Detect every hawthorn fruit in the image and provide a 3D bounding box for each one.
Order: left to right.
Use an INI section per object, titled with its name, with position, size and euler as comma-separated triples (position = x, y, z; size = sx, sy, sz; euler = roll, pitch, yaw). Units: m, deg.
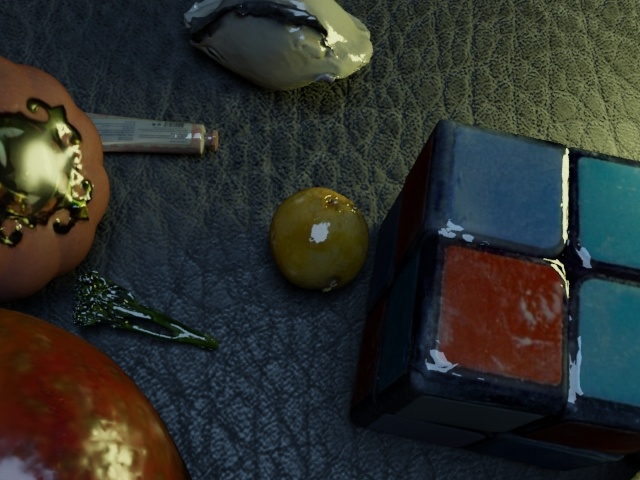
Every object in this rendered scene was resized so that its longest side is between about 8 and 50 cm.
[hawthorn fruit]
position = -0.337, 0.256, 0.709
size = 0.402, 0.403, 0.403
euler = 3, 68, -8

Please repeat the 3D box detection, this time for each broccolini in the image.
[broccolini]
position = -0.231, 0.106, 0.954
size = 0.201, 0.058, 0.074
euler = 26, 80, -15

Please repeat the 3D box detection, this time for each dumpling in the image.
[dumpling]
position = -0.057, -0.336, 1.090
size = 0.293, 0.163, 0.204
euler = 18, 71, 11

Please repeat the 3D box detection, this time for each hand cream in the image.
[hand cream]
position = -0.253, -0.149, 1.047
size = 0.209, 0.043, 0.067
euler = 4, 66, -2

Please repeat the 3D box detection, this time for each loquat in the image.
[loquat]
position = 0.000, 0.000, 0.979
size = 0.141, 0.141, 0.141
euler = 3, 68, -8

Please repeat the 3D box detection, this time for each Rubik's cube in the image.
[Rubik's cube]
position = 0.232, 0.082, 0.883
size = 0.316, 0.313, 0.318
euler = 11, 66, -5

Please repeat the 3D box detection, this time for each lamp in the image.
[lamp]
position = -0.413, -0.072, 0.879
size = 0.305, 0.239, 0.305
euler = 9, 79, -52

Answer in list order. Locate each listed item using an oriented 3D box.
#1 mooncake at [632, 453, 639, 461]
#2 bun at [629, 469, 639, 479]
[mooncake]
position = 0.541, 0.153, 0.978
size = 0.351, 0.187, 0.351
euler = 3, 65, -6
[bun]
position = 0.425, 0.352, 0.835
size = 0.293, 0.293, 0.187
euler = 22, 53, 0
